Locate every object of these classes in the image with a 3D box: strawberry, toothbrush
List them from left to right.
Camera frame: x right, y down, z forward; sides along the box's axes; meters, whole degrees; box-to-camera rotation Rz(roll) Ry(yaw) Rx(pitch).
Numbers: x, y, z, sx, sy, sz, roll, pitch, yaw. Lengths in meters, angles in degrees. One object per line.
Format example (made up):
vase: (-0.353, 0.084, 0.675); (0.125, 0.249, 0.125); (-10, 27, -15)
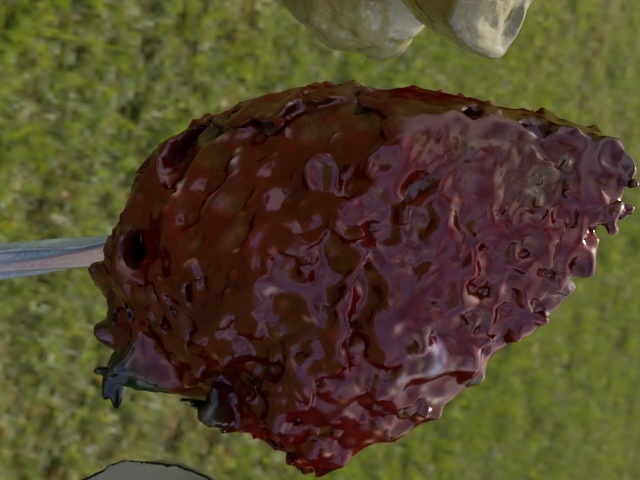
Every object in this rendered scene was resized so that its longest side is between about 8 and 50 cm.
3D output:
toothbrush: (-0.153, 0.008, 1.180); (0.375, 0.037, 0.028); (-5, 135, -16)
strawberry: (-0.003, 0.002, 0.565); (0.085, 0.192, 0.140); (39, 68, -48)

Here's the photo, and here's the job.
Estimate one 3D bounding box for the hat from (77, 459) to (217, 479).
hat: (-0.001, 0.175, 0.643); (0.275, 0.232, 0.161); (55, 48, -34)

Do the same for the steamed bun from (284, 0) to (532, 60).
steamed bun: (0.064, -0.244, 0.979); (0.137, 0.292, 0.295); (38, 44, -37)
